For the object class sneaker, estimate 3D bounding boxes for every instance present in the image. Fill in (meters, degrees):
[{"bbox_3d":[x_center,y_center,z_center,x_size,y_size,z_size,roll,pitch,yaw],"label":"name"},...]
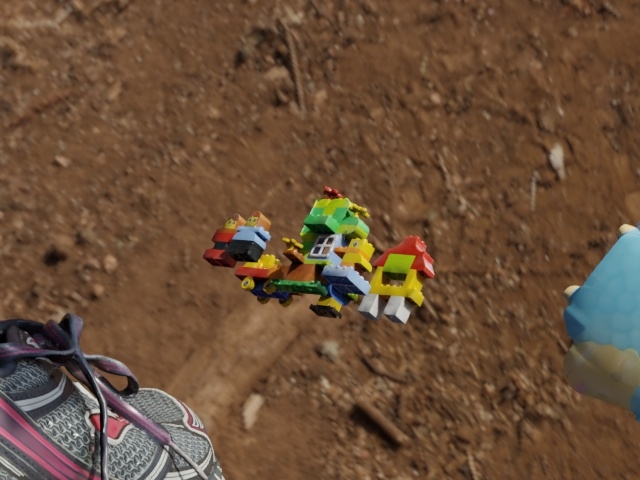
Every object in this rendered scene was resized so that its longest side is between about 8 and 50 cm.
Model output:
[{"bbox_3d":[-0.118,0.085,0.589,0.121,0.299,0.112,0,86,14],"label":"sneaker"}]

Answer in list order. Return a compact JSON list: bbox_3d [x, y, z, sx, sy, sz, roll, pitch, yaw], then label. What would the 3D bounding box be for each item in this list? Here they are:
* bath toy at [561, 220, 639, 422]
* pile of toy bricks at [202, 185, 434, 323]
[{"bbox_3d":[0.306,0.053,1.125,0.129,0.348,0.151,43,116,17],"label":"bath toy"},{"bbox_3d":[0.000,0.000,1.246,0.212,0.118,0.105,4,60,45],"label":"pile of toy bricks"}]
